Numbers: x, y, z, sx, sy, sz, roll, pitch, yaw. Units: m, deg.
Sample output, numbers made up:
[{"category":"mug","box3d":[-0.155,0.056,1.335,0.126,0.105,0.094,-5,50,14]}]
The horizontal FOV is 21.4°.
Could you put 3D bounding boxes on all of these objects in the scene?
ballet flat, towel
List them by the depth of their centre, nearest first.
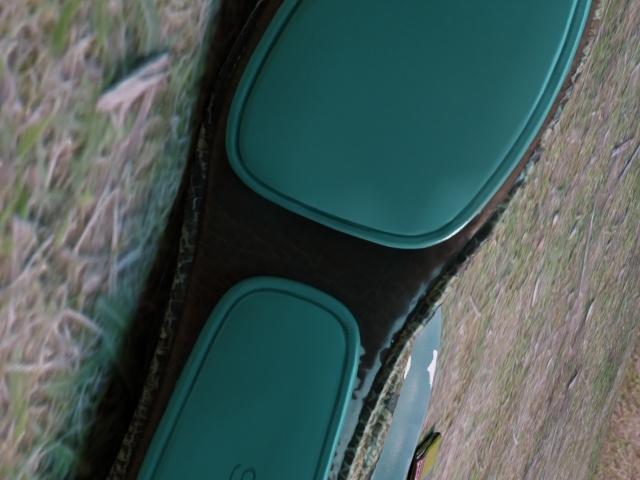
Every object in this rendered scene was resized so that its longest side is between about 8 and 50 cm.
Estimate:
[{"category":"ballet flat","box3d":[0.000,0.000,0.889,0.182,0.164,0.483,-96,-151,-81]},{"category":"towel","box3d":[0.092,0.221,1.570,0.060,0.009,0.083,-39,146,-59]}]

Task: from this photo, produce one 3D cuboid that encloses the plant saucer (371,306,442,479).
[{"category":"plant saucer","box3d":[0.005,0.167,1.206,0.317,0.043,0.318,20,90,-73]}]
